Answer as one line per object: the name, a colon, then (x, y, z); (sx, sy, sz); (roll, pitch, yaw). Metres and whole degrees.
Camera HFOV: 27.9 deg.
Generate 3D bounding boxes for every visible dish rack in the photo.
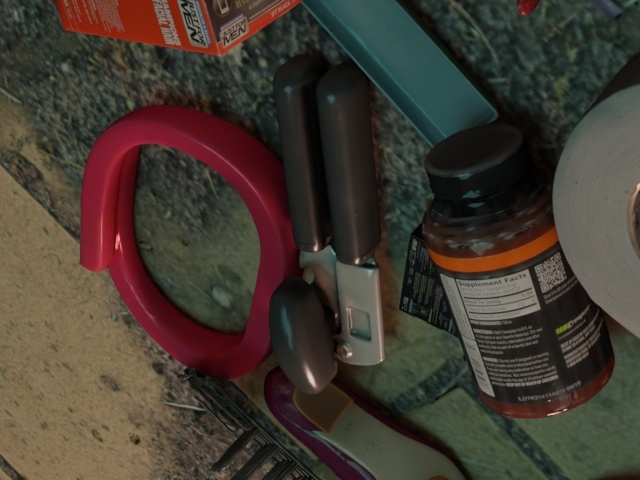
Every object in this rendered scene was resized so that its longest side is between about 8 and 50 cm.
dish rack: (-0.040, 0.225, 1.180); (0.271, 0.074, 0.208); (43, 167, 1)

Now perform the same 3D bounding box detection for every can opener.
can opener: (0.000, 0.000, 1.000); (0.076, 0.095, 0.284); (16, 132, 28)

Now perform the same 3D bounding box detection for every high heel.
high heel: (0.047, 0.201, 1.165); (0.244, 0.082, 0.117); (39, 169, -13)

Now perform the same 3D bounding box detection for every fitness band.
fitness band: (-0.113, 0.004, 1.133); (0.209, 0.054, 0.291); (28, 138, 14)

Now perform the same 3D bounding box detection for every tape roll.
tape roll: (0.257, -0.020, 0.795); (0.219, 0.072, 0.219); (22, 134, 24)

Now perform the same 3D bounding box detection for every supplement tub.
supplement tub: (0.135, 0.020, 0.902); (0.106, 0.106, 0.198); (1, 123, 38)

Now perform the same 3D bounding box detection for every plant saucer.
plant saucer: (0.045, -0.145, 0.903); (0.192, 0.018, 0.067); (47, 139, -4)

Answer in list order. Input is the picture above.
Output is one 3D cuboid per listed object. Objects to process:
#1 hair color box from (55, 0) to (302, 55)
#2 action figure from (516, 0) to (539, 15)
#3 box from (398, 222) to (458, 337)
hair color box: (-0.106, -0.183, 0.920); (0.167, 0.093, 0.053); (15, 132, 40)
action figure: (0.217, -0.133, 0.683); (0.280, 0.139, 0.091); (2, 150, 35)
box: (0.098, 0.034, 1.008); (0.067, 0.018, 0.083); (25, 136, 21)
